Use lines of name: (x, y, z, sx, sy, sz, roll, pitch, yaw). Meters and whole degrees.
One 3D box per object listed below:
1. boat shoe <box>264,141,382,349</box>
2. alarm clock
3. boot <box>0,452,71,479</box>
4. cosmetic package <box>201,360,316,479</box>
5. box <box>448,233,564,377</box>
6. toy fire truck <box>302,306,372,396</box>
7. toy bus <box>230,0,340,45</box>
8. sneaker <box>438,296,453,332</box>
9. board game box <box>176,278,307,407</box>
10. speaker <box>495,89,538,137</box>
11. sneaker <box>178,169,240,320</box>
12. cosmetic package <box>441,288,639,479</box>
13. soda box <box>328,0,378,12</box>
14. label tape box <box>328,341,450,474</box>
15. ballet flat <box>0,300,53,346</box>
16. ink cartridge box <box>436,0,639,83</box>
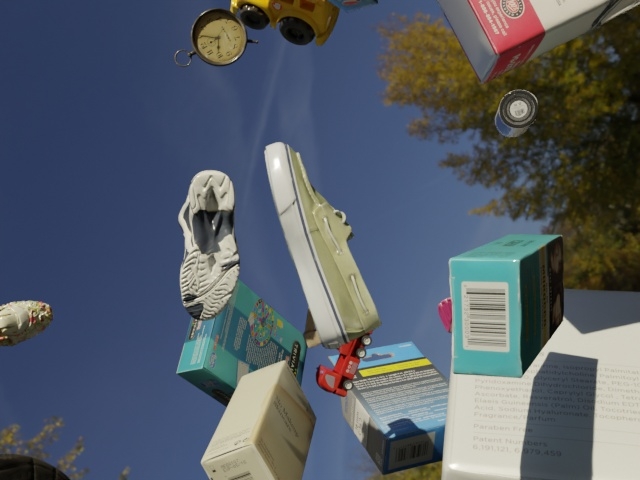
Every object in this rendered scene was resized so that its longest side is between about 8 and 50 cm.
boat shoe: (0.000, 0.000, 1.022, 0.109, 0.094, 0.303, 131, 120, -86)
alarm clock: (-0.253, -0.462, 1.676, 0.192, 0.064, 0.129, -31, -75, -6)
boot: (-0.549, 0.407, 1.038, 0.377, 0.284, 0.138, 41, -148, -44)
cosmetic package: (-0.107, 0.381, 1.383, 0.160, 0.113, 0.309, 63, -164, -14)
box: (0.187, 0.053, 0.693, 0.244, 0.060, 0.101, -12, -79, -63)
toy fire truck: (0.020, 0.172, 1.292, 0.192, 0.135, 0.047, -67, 15, -1)
toy bus: (-0.066, -0.524, 1.452, 0.211, 0.220, 0.150, 101, -171, -70)
sneaker: (0.351, 0.109, 1.409, 0.111, 0.252, 0.103, -23, -90, -42)
board game box: (-0.166, 0.264, 1.662, 0.336, 0.079, 0.254, 47, -141, -39)
speaker: (0.288, -0.185, 1.064, 0.136, 0.055, 0.055, -16, -58, -79)
sneaker: (-0.184, 0.004, 1.175, 0.153, 0.094, 0.235, -153, 60, -79)
cosmetic package: (0.336, 0.298, 0.971, 0.394, 0.327, 0.330, -66, -25, -59)
soda box: (0.037, -0.470, 1.288, 0.210, 0.067, 0.071, -13, -88, -68)
label tape box: (0.185, 0.380, 1.685, 0.240, 0.334, 0.106, -6, -66, -20)
ballet flat: (-0.655, 0.172, 1.427, 0.240, 0.077, 0.091, -12, -96, -21)
ink cartridge box: (0.246, -0.304, 0.766, 0.237, 0.172, 0.100, -26, -6, 0)
